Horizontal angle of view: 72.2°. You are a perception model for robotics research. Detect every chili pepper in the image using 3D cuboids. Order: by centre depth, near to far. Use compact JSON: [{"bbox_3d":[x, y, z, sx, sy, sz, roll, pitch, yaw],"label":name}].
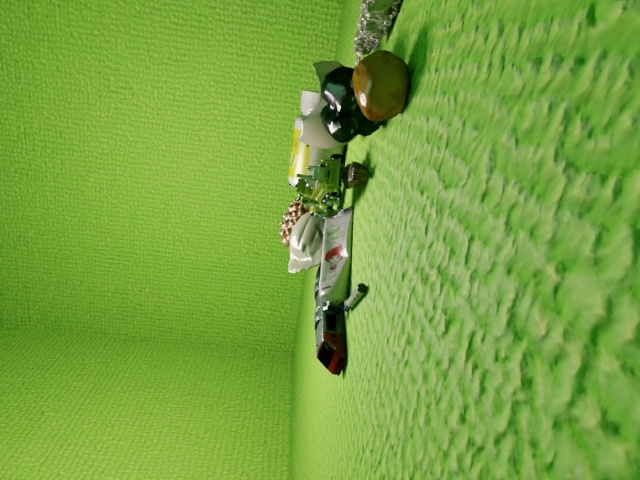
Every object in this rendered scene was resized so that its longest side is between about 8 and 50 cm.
[{"bbox_3d":[0.076,-0.355,1.116,0.261,0.165,0.174,-101,0,-62],"label":"chili pepper"}]

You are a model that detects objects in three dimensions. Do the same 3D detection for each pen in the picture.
[{"bbox_3d":[0.085,0.148,1.111,0.204,0.025,0.025,107,169,-67],"label":"pen"}]

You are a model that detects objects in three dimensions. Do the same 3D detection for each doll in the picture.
[{"bbox_3d":[0.135,-0.642,1.537,0.085,0.040,0.058,105,160,-55],"label":"doll"}]

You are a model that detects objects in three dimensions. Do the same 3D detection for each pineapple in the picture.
[{"bbox_3d":[-0.028,-0.128,1.664,0.223,0.223,0.357,-90,13,-51],"label":"pineapple"}]

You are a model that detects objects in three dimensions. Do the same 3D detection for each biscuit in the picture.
[{"bbox_3d":[0.152,-0.601,1.061,0.281,0.084,0.179,128,153,-76],"label":"biscuit"}]

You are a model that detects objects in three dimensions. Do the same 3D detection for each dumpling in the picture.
[{"bbox_3d":[0.005,0.001,1.490,0.227,0.175,0.243,6,87,54],"label":"dumpling"}]

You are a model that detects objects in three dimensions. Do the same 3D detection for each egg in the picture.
[{"bbox_3d":[0.058,-0.395,1.316,0.162,0.206,0.271,26,96,59],"label":"egg"}]

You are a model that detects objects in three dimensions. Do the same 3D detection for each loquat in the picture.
[{"bbox_3d":[0.122,-0.307,0.885,0.137,0.113,0.137,162,90,-75],"label":"loquat"}]

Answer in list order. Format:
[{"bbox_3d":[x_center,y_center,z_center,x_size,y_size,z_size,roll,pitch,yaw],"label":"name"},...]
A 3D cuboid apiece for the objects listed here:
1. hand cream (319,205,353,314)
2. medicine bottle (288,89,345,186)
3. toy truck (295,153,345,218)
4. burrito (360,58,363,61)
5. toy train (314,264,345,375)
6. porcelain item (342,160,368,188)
[{"bbox_3d":[0.045,0.056,1.325,0.121,0.076,0.336,-19,54,40],"label":"hand cream"},{"bbox_3d":[-0.005,-0.393,1.757,0.213,0.213,0.378,-97,15,-70],"label":"medicine bottle"},{"bbox_3d":[-0.013,-0.163,1.337,0.259,0.135,0.128,120,156,-73],"label":"toy truck"},{"bbox_3d":[0.137,-0.458,1.250,0.045,0.041,0.185,115,161,-45],"label":"burrito"},{"bbox_3d":[0.024,0.222,1.339,0.409,0.089,0.086,-90,14,-55],"label":"toy train"},{"bbox_3d":[0.098,-0.183,1.223,0.213,0.054,0.084,-116,32,-82],"label":"porcelain item"}]
